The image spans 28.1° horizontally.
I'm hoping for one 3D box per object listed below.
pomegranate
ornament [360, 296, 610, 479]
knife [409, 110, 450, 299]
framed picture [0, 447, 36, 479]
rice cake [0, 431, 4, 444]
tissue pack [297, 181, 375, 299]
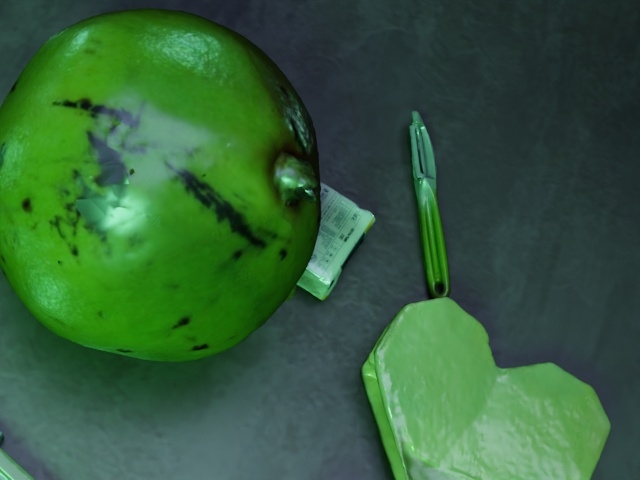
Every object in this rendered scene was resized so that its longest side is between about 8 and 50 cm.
[{"bbox_3d":[-0.156,-0.039,0.956,0.341,0.260,0.260,-5,60,16],"label":"pomegranate"},{"bbox_3d":[0.117,0.155,1.015,0.201,0.059,0.180,31,62,1],"label":"ornament"},{"bbox_3d":[0.095,-0.031,1.127,0.022,0.026,0.184,-16,63,22],"label":"knife"},{"bbox_3d":[-0.271,0.220,0.879,0.250,0.016,0.184,44,60,-1],"label":"framed picture"},{"bbox_3d":[-0.270,0.182,0.920,0.022,0.021,0.121,28,57,7],"label":"rice cake"},{"bbox_3d":[0.000,0.000,1.073,0.062,0.042,0.083,30,59,5],"label":"tissue pack"}]
